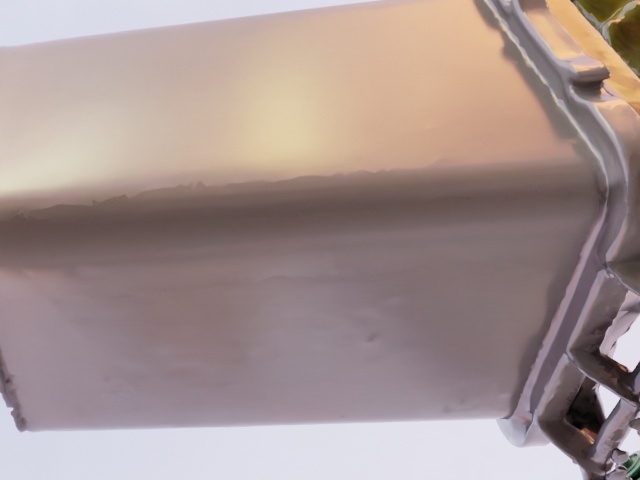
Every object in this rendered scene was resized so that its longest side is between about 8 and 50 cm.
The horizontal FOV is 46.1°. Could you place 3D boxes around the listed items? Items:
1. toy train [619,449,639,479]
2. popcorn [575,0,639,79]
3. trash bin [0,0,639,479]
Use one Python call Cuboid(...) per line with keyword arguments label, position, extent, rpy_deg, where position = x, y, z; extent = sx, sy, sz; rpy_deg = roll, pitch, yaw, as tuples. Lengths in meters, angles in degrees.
Cuboid(label="toy train", position=(0.457, 0.288, 0.929), extent=(0.101, 0.248, 0.159), rpy_deg=(43, -155, 10))
Cuboid(label="popcorn", position=(0.331, -0.171, 0.738), extent=(0.312, 0.312, 0.312), rpy_deg=(3, -99, -21))
Cuboid(label="trash bin", position=(0.000, 0.000, 0.450), extent=(0.368, 0.255, 0.296), rpy_deg=(-4, -134, -10))
